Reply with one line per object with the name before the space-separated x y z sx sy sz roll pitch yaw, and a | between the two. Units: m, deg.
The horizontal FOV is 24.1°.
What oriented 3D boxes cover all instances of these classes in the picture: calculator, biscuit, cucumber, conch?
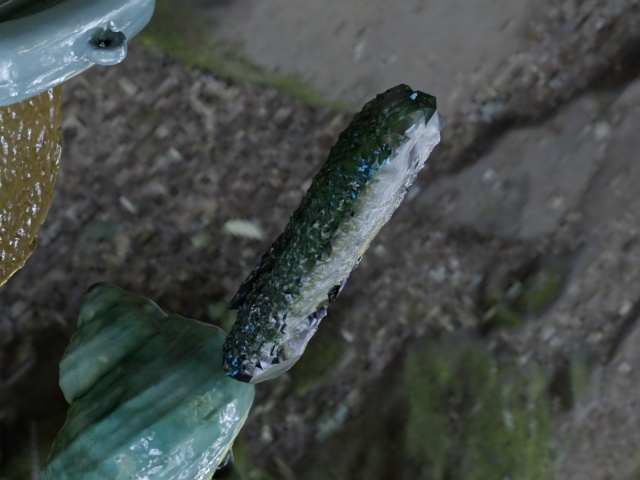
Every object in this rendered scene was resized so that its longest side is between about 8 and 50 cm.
calculator | -0.202 -0.142 0.798 0.141 0.246 0.045 -40 148 -45
biscuit | -0.226 -0.064 0.925 0.226 0.042 0.225 6 90 -70
cucumber | 0.001 0.000 0.730 0.043 0.044 0.256 -12 154 -27
conch | -0.096 0.122 0.889 0.176 0.122 0.188 -35 135 -59
